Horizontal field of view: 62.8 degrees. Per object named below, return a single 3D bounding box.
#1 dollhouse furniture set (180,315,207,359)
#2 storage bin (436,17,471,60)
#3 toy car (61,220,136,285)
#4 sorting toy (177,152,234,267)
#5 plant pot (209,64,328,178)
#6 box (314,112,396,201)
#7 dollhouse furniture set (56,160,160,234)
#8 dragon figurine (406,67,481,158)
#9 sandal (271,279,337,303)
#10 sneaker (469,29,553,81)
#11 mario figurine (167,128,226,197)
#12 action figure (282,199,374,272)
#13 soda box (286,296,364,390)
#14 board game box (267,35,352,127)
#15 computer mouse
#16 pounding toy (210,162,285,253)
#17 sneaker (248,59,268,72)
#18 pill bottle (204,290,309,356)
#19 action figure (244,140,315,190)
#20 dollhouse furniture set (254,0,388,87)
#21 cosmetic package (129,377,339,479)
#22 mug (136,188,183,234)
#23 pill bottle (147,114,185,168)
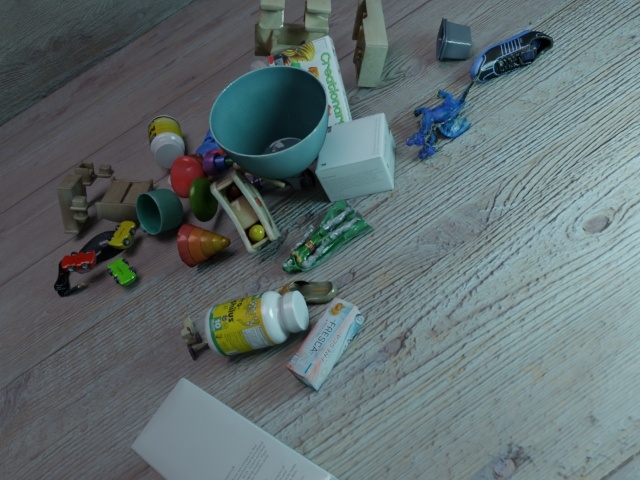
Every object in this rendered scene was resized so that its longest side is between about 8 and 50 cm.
[{"bbox_3d":[-0.285,0.202,1.244,0.081,0.090,0.114,-20,39,-10],"label":"dollhouse furniture set"},{"bbox_3d":[0.406,-0.601,1.597,0.091,0.098,0.135,10,51,1],"label":"storage bin"},{"bbox_3d":[-0.607,0.067,1.536,0.239,0.053,0.225,-36,55,-21],"label":"toy car"},{"bbox_3d":[-0.286,-0.098,1.458,0.126,0.127,0.365,-4,59,18],"label":"sorting toy"},{"bbox_3d":[-0.109,-0.268,1.330,0.291,0.195,0.289,-5,60,9],"label":"plant pot"},{"bbox_3d":[0.096,-0.218,1.383,0.182,0.119,0.180,-10,47,21],"label":"box"},{"bbox_3d":[-0.674,-0.122,1.783,0.356,0.173,0.303,4,32,-6],"label":"dollhouse furniture set"},{"bbox_3d":[0.337,-0.325,1.372,0.289,0.085,0.144,-33,43,-1],"label":"dragon figurine"},{"bbox_3d":[-0.050,0.118,1.203,0.180,0.049,0.072,-12,46,20],"label":"sandal"},{"bbox_3d":[0.525,-0.504,1.437,0.232,0.081,0.090,-34,36,-5],"label":"sneaker"},{"bbox_3d":[-0.362,-0.231,1.680,0.198,0.170,0.320,-43,15,45],"label":"mario figurine"},{"bbox_3d":[0.000,0.000,1.281,0.232,0.063,0.137,-41,47,-6],"label":"action figure"},{"bbox_3d":[0.012,0.210,1.073,0.058,0.063,0.183,19,63,39],"label":"soda box"},{"bbox_3d":[-0.024,-0.411,1.527,0.193,0.304,0.053,-13,4,18],"label":"board game box"},{"bbox_3d":[-0.719,0.062,1.620,0.262,0.060,0.184,-26,42,6],"label":"computer mouse"},{"bbox_3d":[-0.172,-0.113,1.346,0.155,0.154,0.269,-31,73,7],"label":"pounding toy"},{"bbox_3d":[-0.242,-0.542,1.880,0.169,0.108,0.292,-31,44,-5],"label":"sneaker"},{"bbox_3d":[-0.137,0.177,1.147,0.209,0.117,0.117,-16,45,16],"label":"pill bottle"},{"bbox_3d":[-0.158,-0.178,1.505,0.285,0.099,0.185,-17,56,21],"label":"action figure"},{"bbox_3d":[-0.007,-0.643,1.652,0.395,0.362,0.256,2,57,-6],"label":"dollhouse furniture set"},{"bbox_3d":[-0.120,0.397,0.878,0.366,0.197,0.155,14,60,39],"label":"cosmetic package"},{"bbox_3d":[-0.484,-0.091,1.581,0.158,0.129,0.097,3,18,42],"label":"mug"},{"bbox_3d":[-0.545,-0.349,1.860,0.119,0.119,0.208,-29,42,2],"label":"pill bottle"}]
